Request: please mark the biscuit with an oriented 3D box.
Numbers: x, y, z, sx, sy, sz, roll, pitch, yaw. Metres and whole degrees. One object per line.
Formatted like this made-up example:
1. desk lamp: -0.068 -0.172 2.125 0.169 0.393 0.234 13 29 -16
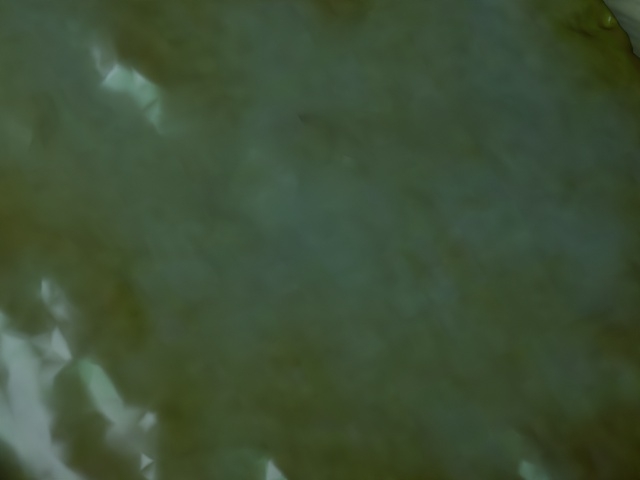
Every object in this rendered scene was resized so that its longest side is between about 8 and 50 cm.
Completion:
1. biscuit: 0.000 0.001 0.933 0.429 0.104 0.446 -31 79 -25
